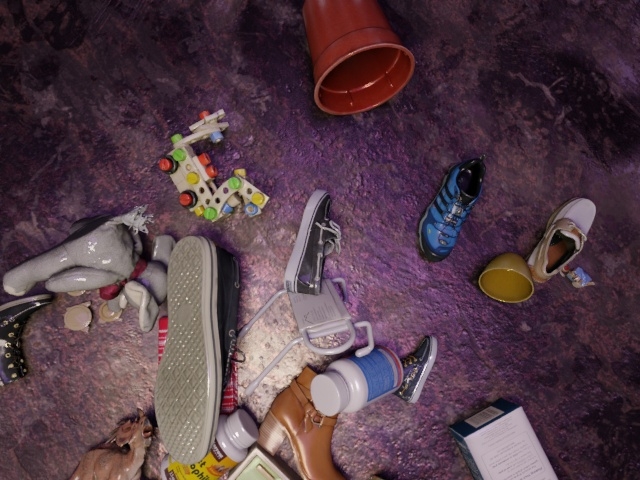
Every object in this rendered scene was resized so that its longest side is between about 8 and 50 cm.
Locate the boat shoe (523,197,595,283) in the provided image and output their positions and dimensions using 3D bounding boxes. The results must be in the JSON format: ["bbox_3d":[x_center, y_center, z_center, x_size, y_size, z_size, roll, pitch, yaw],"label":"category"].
[{"bbox_3d":[0.679,-0.002,1.168,0.113,0.103,0.302,38,80,1],"label":"boat shoe"}]

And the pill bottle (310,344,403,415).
[{"bbox_3d":[0.087,0.332,1.002,0.221,0.124,0.124,-4,79,-45],"label":"pill bottle"}]

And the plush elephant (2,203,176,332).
[{"bbox_3d":[-0.469,0.074,0.993,0.330,0.272,0.255,-17,117,17],"label":"plush elephant"}]

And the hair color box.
[{"bbox_3d":[0.488,0.603,1.055,0.174,0.105,0.347,-24,83,-8],"label":"hair color box"}]

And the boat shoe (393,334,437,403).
[{"bbox_3d":[0.237,0.324,1.097,0.083,0.065,0.183,24,81,-2],"label":"boat shoe"}]

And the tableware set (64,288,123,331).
[{"bbox_3d":[-0.578,0.146,1.076,0.141,0.020,0.168,-5,78,-11],"label":"tableware set"}]

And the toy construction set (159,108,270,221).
[{"bbox_3d":[-0.279,-0.185,1.090,0.215,0.151,0.327,-29,76,16],"label":"toy construction set"}]

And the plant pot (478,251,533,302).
[{"bbox_3d":[0.507,0.088,1.138,0.134,0.134,0.095,32,53,1],"label":"plant pot"}]

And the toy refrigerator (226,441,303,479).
[{"bbox_3d":[-0.089,0.616,1.009,0.269,0.094,0.102,43,80,3],"label":"toy refrigerator"}]

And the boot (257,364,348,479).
[{"bbox_3d":[0.005,0.472,1.047,0.283,0.109,0.220,36,76,9],"label":"boot"}]

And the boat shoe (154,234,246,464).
[{"bbox_3d":[-0.264,0.239,0.972,0.187,0.156,0.500,-9,74,29],"label":"boat shoe"}]

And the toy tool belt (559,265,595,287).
[{"bbox_3d":[0.723,0.097,1.183,0.083,0.051,0.052,42,80,3],"label":"toy tool belt"}]

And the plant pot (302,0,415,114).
[{"bbox_3d":[0.079,-0.529,1.134,0.272,0.272,0.265,-15,74,-7],"label":"plant pot"}]

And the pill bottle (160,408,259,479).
[{"bbox_3d":[-0.254,0.494,0.988,0.215,0.117,0.117,-37,86,-1],"label":"pill bottle"}]

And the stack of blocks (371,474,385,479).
[{"bbox_3d":[0.149,0.741,0.976,0.171,0.087,0.297,31,65,0],"label":"stack of blocks"}]

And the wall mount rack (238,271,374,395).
[{"bbox_3d":[-0.051,0.206,1.005,0.304,0.350,0.130,-13,117,-9],"label":"wall mount rack"}]

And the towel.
[{"bbox_3d":[-0.311,0.324,1.068,0.199,0.031,0.274,-2,81,-5],"label":"towel"}]

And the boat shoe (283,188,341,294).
[{"bbox_3d":[0.000,-0.002,1.063,0.105,0.113,0.306,9,51,12],"label":"boat shoe"}]

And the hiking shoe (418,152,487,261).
[{"bbox_3d":[0.353,-0.090,1.139,0.113,0.132,0.304,21,80,-1],"label":"hiking shoe"}]

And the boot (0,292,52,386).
[{"bbox_3d":[-0.737,0.243,1.017,0.236,0.085,0.178,-25,86,-2],"label":"boot"}]

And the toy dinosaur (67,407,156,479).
[{"bbox_3d":[-0.490,0.515,0.982,0.296,0.127,0.200,-17,75,5],"label":"toy dinosaur"}]
